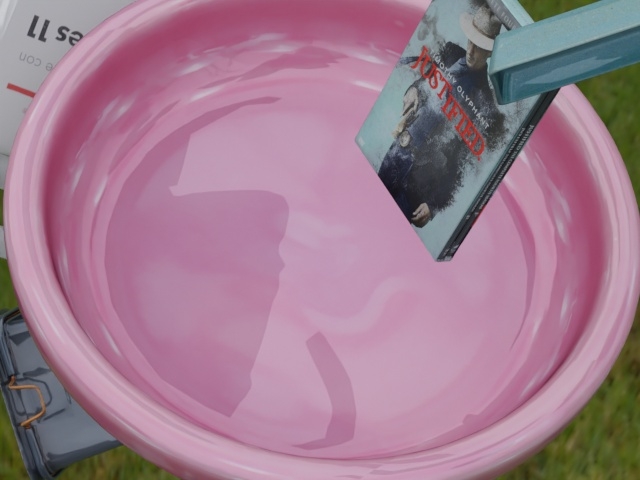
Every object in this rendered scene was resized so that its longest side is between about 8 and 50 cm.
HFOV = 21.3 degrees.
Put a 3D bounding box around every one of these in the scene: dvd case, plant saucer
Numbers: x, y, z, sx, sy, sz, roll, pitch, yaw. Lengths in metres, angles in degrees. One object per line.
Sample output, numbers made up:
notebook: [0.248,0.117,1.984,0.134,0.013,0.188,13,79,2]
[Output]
dvd case: [0.063,-0.062,0.786,0.013,0.119,0.087,-2,47,-37]
plant saucer: [0.000,0.000,0.901,0.332,0.084,0.332,4,56,-6]
plant saucer: [0.156,-0.093,0.646,0.192,0.067,0.018,-18,81,7]

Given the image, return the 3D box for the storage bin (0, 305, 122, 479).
storage bin: [-0.187,0.107,1.284,0.091,0.098,0.135,-17,93,7]

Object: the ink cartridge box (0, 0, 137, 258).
ink cartridge box: [-0.124,-0.140,1.059,0.207,0.353,0.119,18,5,-37]
